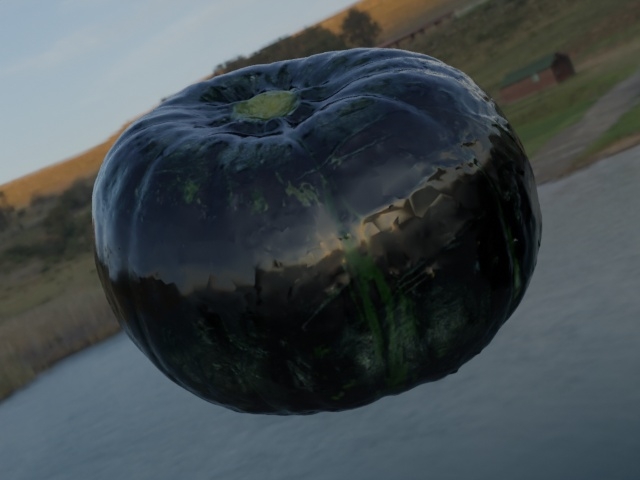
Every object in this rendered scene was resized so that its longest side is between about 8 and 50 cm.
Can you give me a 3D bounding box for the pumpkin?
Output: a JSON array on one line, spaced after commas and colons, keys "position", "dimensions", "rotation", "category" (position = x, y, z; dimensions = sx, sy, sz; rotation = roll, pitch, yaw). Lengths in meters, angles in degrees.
[{"position": [0.000, 0.000, 0.637], "dimensions": [0.315, 0.238, 0.315], "rotation": [-13, 20, 5], "category": "pumpkin"}]
